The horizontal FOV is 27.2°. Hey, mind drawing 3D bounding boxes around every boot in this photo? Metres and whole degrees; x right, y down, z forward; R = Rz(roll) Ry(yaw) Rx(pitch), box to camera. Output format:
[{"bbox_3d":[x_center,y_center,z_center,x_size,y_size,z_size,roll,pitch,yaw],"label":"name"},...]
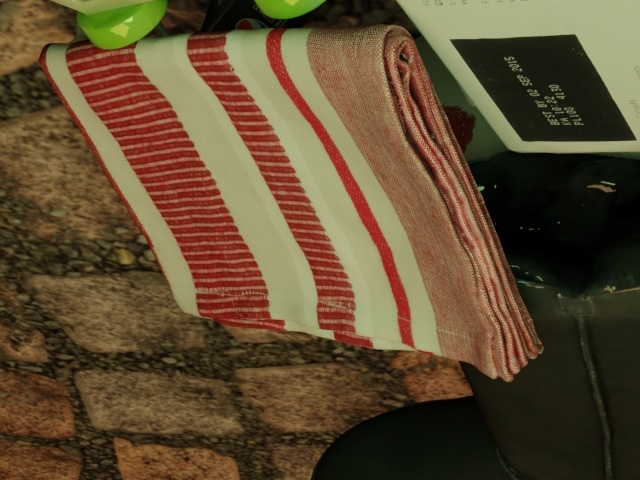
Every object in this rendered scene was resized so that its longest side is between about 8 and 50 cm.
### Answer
[{"bbox_3d":[0.125,0.109,0.996,0.367,0.146,0.445,-9,150,10],"label":"boot"}]

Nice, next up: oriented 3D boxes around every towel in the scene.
[{"bbox_3d":[-0.033,-0.028,0.839,0.329,0.037,0.237,6,133,45],"label":"towel"}]

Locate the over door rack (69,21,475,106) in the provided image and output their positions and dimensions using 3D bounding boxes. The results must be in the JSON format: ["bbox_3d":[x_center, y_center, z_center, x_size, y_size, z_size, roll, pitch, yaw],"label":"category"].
[{"bbox_3d":[-0.052,-0.161,0.876,0.324,0.108,0.239,49,137,-9],"label":"over door rack"}]

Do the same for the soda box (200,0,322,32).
[{"bbox_3d":[-0.028,-0.189,0.970,0.053,0.060,0.169,30,142,-19],"label":"soda box"}]

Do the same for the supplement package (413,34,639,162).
[{"bbox_3d":[0.159,-0.068,1.014,0.175,0.177,0.293,31,141,-35],"label":"supplement package"}]

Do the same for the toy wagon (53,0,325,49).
[{"bbox_3d":[-0.150,-0.221,0.710,0.344,0.068,0.267,-5,139,26],"label":"toy wagon"}]

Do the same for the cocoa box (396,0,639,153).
[{"bbox_3d":[0.158,-0.219,0.660,0.231,0.228,0.347,2,158,30],"label":"cocoa box"}]
